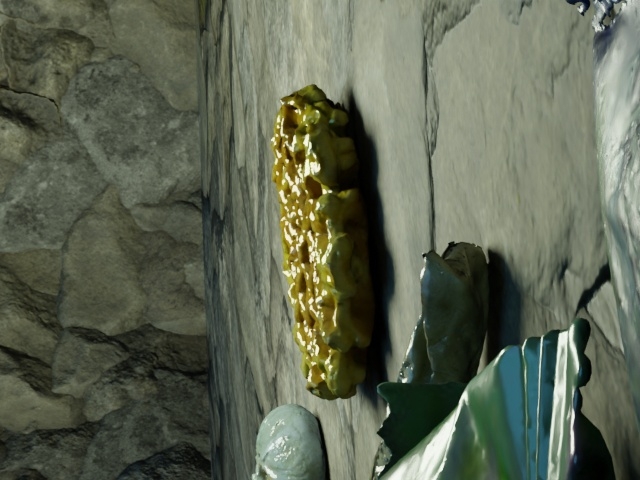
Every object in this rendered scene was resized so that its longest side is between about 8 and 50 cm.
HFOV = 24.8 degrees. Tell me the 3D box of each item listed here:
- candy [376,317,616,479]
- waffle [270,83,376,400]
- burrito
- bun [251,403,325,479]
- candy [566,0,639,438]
[{"bbox_3d":[0.074,0.178,0.613,0.398,0.172,0.263,54,-149,-79],"label":"candy"},{"bbox_3d":[0.000,0.000,1.420,0.325,0.068,0.302,-169,75,-79],"label":"waffle"},{"bbox_3d":[0.073,0.105,0.978,0.063,0.058,0.229,-113,28,-63],"label":"burrito"},{"bbox_3d":[-0.040,0.267,1.739,0.141,0.083,0.141,178,90,-79],"label":"bun"},{"bbox_3d":[0.147,0.022,0.506,0.187,0.077,0.331,112,150,-76],"label":"candy"}]
